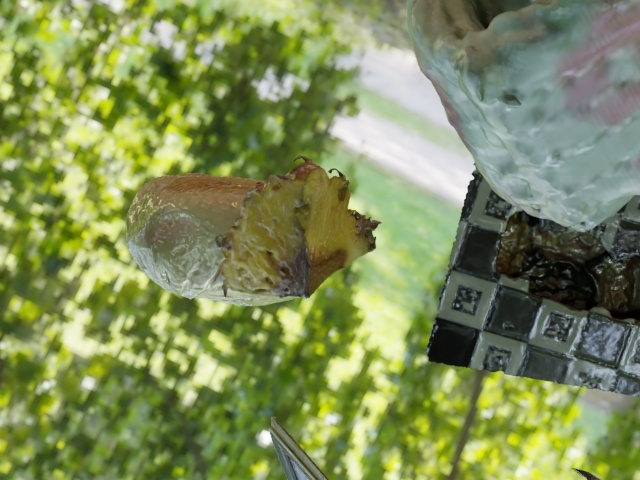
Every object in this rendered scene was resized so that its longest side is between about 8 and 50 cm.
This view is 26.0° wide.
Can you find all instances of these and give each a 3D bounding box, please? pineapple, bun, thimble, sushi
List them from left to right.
[{"bbox_3d":[-0.098,0.002,1.604,0.244,0.153,0.244,7,-168,-2],"label":"bun"},{"bbox_3d":[0.000,0.000,0.906,0.114,0.114,0.077,-7,-135,-41],"label":"pineapple"},{"bbox_3d":[0.213,0.030,1.229,0.215,0.192,0.050,12,-171,-7],"label":"sushi"},{"bbox_3d":[0.147,-0.117,0.765,0.185,0.211,0.149,6,142,44],"label":"thimble"}]

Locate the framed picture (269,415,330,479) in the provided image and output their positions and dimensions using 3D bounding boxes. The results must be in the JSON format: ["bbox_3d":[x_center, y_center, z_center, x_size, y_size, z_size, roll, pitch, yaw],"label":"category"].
[{"bbox_3d":[0.025,0.353,1.477,0.232,0.019,0.296,35,147,64],"label":"framed picture"}]

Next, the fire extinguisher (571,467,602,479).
[{"bbox_3d":[0.158,0.297,0.900,0.138,0.344,0.102,-4,-158,-36],"label":"fire extinguisher"}]
